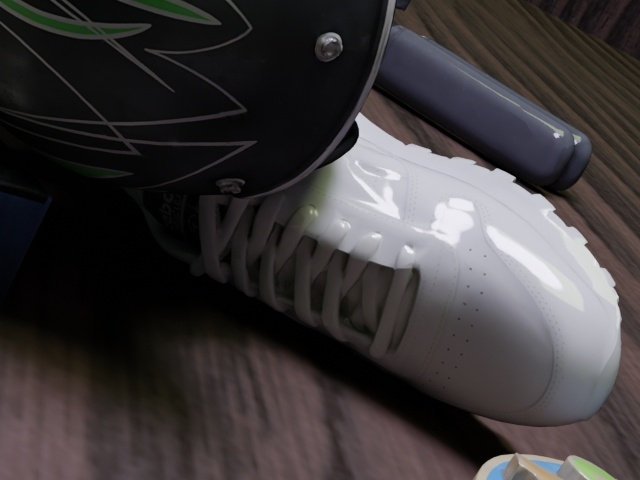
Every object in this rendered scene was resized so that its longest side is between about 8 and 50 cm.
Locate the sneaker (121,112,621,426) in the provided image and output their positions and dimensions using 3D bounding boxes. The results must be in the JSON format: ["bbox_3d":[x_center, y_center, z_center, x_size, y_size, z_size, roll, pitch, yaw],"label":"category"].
[{"bbox_3d":[0.000,0.000,0.633,0.235,0.090,0.095,32,26,30],"label":"sneaker"}]

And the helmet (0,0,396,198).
[{"bbox_3d":[-0.044,-0.092,0.542,0.169,0.169,0.161,32,23,13],"label":"helmet"}]

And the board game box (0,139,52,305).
[{"bbox_3d":[-0.213,-0.060,0.477,0.243,0.042,0.165,16,18,-42],"label":"board game box"}]

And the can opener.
[{"bbox_3d":[0.074,-0.135,1.236,0.280,0.093,0.074,40,16,24],"label":"can opener"}]

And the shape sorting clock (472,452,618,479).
[{"bbox_3d":[0.130,0.124,0.494,0.206,0.040,0.206,27,14,-7],"label":"shape sorting clock"}]
